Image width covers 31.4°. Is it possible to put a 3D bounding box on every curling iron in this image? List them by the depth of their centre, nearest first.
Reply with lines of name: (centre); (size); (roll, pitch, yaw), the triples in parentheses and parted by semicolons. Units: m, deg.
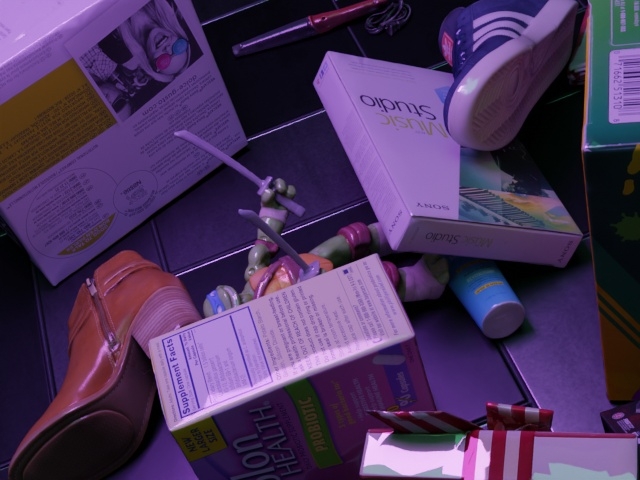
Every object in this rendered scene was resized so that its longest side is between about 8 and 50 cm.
curling iron: (-0.001, -0.317, 1.698); (0.273, 0.035, 0.068); (-10, 46, 8)

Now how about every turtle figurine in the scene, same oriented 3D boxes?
turtle figurine: (0.000, 0.000, 1.268); (0.266, 0.275, 0.198); (-10, 9, -22)

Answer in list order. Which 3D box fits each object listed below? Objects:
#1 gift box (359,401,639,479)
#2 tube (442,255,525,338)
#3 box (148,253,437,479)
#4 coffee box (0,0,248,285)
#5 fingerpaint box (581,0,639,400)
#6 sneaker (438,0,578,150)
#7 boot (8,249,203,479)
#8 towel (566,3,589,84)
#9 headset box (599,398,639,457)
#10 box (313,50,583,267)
gift box: (0.135, 0.288, 0.946); (0.276, 0.255, 0.258); (2, 51, 15)
tube: (0.169, 0.029, 1.321); (0.080, 0.052, 0.207); (-15, 39, -12)
box: (-0.016, 0.161, 1.136); (0.242, 0.214, 0.117); (-20, 45, -2)
coffee box: (-0.360, -0.215, 1.510); (0.338, 0.334, 0.337); (-39, 50, -16)
fingerpaint box: (0.365, -0.120, 1.165); (0.163, 0.371, 0.445); (-2, 47, 17)
sneaker: (0.197, -0.219, 1.411); (0.148, 0.131, 0.350); (18, 33, 22)
boot: (-0.268, 0.141, 1.317); (0.283, 0.109, 0.220); (-49, 38, -1)
towel: (0.491, -0.312, 1.472); (0.328, 0.037, 0.237); (-8, 43, 35)
headset box: (0.423, 0.190, 0.984); (0.293, 0.110, 0.218); (-18, 16, 1)
box: (0.144, -0.101, 1.357); (0.232, 0.058, 0.322); (5, 40, -26)
